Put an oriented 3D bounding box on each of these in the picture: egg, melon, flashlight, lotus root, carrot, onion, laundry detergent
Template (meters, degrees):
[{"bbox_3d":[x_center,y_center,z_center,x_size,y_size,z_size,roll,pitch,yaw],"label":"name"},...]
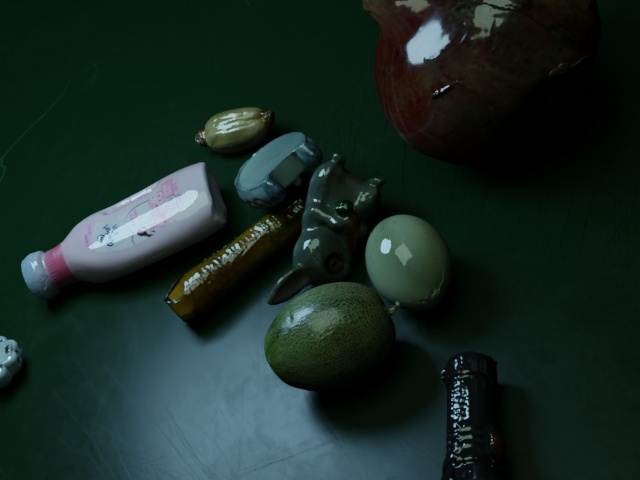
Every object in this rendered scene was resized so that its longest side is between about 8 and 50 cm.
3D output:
[{"bbox_3d":[0.120,0.031,1.783,0.114,0.114,0.152,-29,45,3],"label":"egg"},{"bbox_3d":[0.020,0.126,1.737,0.192,0.139,0.139,-24,43,7],"label":"melon"},{"bbox_3d":[-0.550,0.217,2.046,0.200,0.047,0.093,-26,42,10],"label":"flashlight"},{"bbox_3d":[0.185,0.237,1.581,0.093,0.093,0.232,-12,43,20],"label":"flashlight"},{"bbox_3d":[-0.142,-0.180,2.166,0.150,0.062,0.073,-13,69,21],"label":"lotus root"},{"bbox_3d":[-0.116,0.025,1.959,0.260,0.070,0.070,-38,43,-8],"label":"carrot"},{"bbox_3d":[0.236,-0.282,1.875,0.354,0.353,0.353,-16,45,17],"label":"onion"},{"bbox_3d":[-0.313,-0.007,2.085,0.335,0.088,0.159,-24,39,9],"label":"laundry detergent"}]

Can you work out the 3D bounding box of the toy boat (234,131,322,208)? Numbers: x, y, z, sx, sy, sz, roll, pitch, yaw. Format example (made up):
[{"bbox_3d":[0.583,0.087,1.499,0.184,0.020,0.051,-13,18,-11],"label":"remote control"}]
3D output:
[{"bbox_3d":[-0.057,-0.096,1.985,0.134,0.079,0.208,-48,16,-11],"label":"toy boat"}]

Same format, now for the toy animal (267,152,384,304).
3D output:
[{"bbox_3d":[0.010,-0.001,1.904,0.108,0.138,0.236,21,83,-4],"label":"toy animal"}]
